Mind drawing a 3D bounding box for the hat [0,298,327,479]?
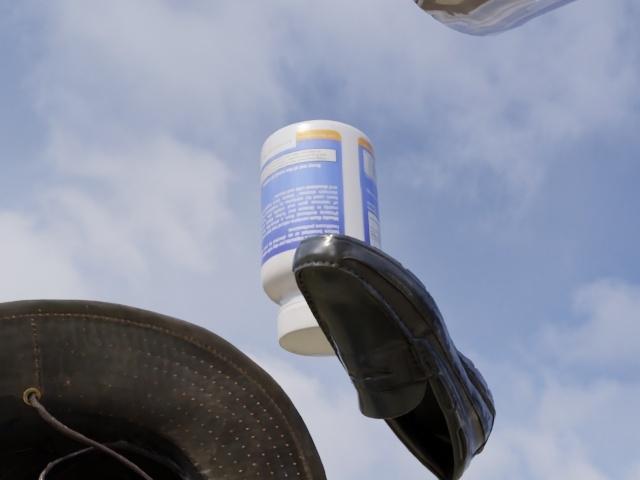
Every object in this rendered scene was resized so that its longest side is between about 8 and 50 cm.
[{"bbox_3d":[-0.162,0.189,0.459,0.331,0.331,0.134,25,-29,-13],"label":"hat"}]

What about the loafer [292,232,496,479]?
[{"bbox_3d":[0.052,0.085,0.561,0.076,0.078,0.223,-11,-50,39],"label":"loafer"}]

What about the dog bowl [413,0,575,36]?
[{"bbox_3d":[0.095,-0.266,0.334,0.102,0.348,0.348,-2,-41,35],"label":"dog bowl"}]

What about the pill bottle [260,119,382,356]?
[{"bbox_3d":[0.000,0.000,1.025,0.152,0.271,0.152,-1,-26,-1],"label":"pill bottle"}]
